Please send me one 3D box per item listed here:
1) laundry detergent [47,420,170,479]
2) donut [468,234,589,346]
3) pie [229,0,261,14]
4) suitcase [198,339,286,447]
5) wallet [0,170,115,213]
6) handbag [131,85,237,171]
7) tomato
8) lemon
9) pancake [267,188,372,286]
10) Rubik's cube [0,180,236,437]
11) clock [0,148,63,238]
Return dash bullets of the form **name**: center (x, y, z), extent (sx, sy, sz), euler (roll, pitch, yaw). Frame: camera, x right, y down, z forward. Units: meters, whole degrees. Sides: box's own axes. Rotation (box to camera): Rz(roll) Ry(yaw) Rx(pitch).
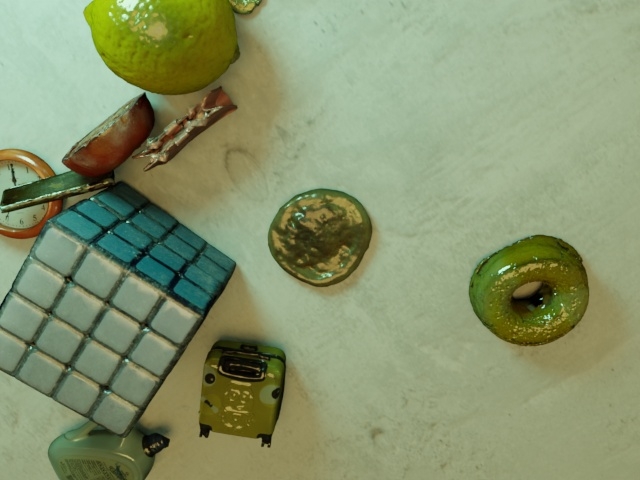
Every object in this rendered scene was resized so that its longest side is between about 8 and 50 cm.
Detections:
- **laundry detergent**: center (-0.518, 0.533, 1.509), extent (0.280, 0.105, 0.215), euler (-25, 102, 11)
- **donut**: center (0.475, 0.123, 1.347), extent (0.271, 0.107, 0.272), euler (1, 107, 4)
- **pie**: center (-0.157, -0.505, 1.221), extent (0.084, 0.020, 0.085), euler (0, 107, 0)
- **suitcase**: center (-0.183, 0.352, 1.421), extent (0.193, 0.143, 0.235), euler (9, 108, 0)
- **wallet**: center (-0.552, -0.112, 1.270), extent (0.232, 0.122, 0.031), euler (-19, 120, -15)
- **handbag**: center (-0.277, -0.229, 1.238), extent (0.212, 0.157, 0.059), euler (-36, 102, 11)
- **tomato**: center (-0.419, -0.208, 1.230), extent (0.224, 0.225, 0.085), euler (-34, 112, 12)
- **lemon**: center (-0.295, -0.402, 1.138), extent (0.267, 0.267, 0.268), euler (1, 107, 2)
- **pancake**: center (0.000, 0.000, 1.354), extent (0.241, 0.050, 0.242), euler (1, 108, 3)
- **Rubik's cube**: center (-0.423, 0.129, 1.262), extent (0.344, 0.337, 0.344), euler (33, 106, -9)
- **clock**: center (-0.680, -0.104, 1.347), extent (0.205, 0.051, 0.206), euler (0, 105, 1)
